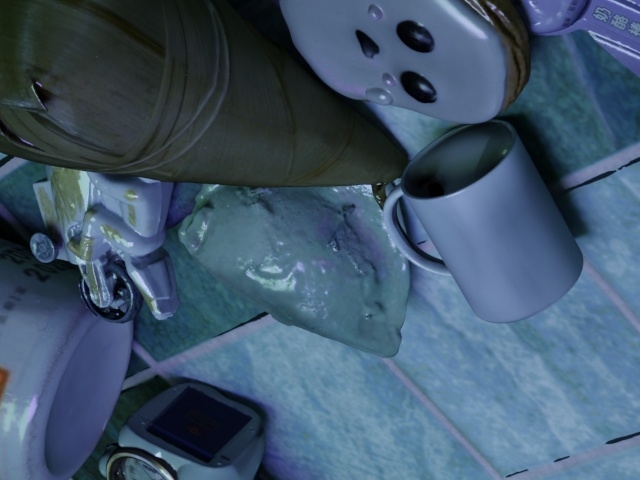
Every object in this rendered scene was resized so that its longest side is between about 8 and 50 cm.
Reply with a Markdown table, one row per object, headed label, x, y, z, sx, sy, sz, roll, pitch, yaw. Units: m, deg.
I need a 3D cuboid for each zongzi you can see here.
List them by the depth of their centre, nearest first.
| label | x | y | z | sx | sy | sz | roll | pitch | yaw |
| --- | --- | --- | --- | --- | --- | --- | --- | --- | --- |
| zongzi | -0.197 | -0.143 | 1.591 | 0.418 | 0.181 | 0.447 | 22 | 177 | -41 |

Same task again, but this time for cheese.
| label | x | y | z | sx | sy | sz | roll | pitch | yaw |
| --- | --- | --- | --- | --- | --- | --- | --- | --- | --- |
| cheese | 0.167 | -0.176 | 1.383 | 0.191 | 0.042 | 0.105 | 27 | 140 | 5 |

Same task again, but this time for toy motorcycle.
| label | x | y | z | sx | sy | sz | roll | pitch | yaw |
| --- | --- | --- | --- | --- | --- | --- | --- | --- | --- |
| toy motorcycle | -0.180 | -0.038 | 1.687 | 0.151 | 0.074 | 0.228 | -13 | 98 | 38 |

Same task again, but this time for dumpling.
| label | x | y | z | sx | sy | sz | roll | pitch | yaw |
| --- | --- | --- | --- | --- | --- | --- | --- | --- | --- |
| dumpling | -0.006 | 0.010 | 1.622 | 0.217 | 0.105 | 0.149 | 36 | 139 | -5 |

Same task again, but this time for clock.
| label | x | y | z | sx | sy | sz | roll | pitch | yaw |
| --- | --- | --- | --- | --- | --- | --- | --- | --- | --- |
| clock | -0.111 | 0.268 | 1.913 | 0.199 | 0.146 | 0.243 | 19 | 133 | 23 |

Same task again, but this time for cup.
| label | x | y | z | sx | sy | sz | roll | pitch | yaw |
| --- | --- | --- | --- | --- | --- | --- | --- | --- | --- |
| cup | 0.124 | -0.018 | 1.533 | 0.133 | 0.099 | 0.136 | 57 | 162 | -26 |

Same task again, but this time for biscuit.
| label | x | y | z | sx | sy | sz | roll | pitch | yaw |
| --- | --- | --- | --- | --- | --- | --- | --- | --- | --- |
| biscuit | 0.054 | -0.154 | 1.433 | 0.208 | 0.049 | 0.181 | 20 | 149 | 34 |

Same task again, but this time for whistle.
| label | x | y | z | sx | sy | sz | roll | pitch | yaw |
| --- | --- | --- | --- | --- | --- | --- | --- | --- | --- |
| whistle | -0.104 | -0.049 | 1.682 | 0.033 | 0.033 | 0.176 | 42 | 138 | -11 |

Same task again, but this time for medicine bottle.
| label | x | y | z | sx | sy | sz | roll | pitch | yaw |
| --- | --- | --- | --- | --- | --- | --- | --- | --- | --- |
| medicine bottle | -0.380 | 0.079 | 1.841 | 0.371 | 0.211 | 0.211 | 19 | 137 | 14 |
